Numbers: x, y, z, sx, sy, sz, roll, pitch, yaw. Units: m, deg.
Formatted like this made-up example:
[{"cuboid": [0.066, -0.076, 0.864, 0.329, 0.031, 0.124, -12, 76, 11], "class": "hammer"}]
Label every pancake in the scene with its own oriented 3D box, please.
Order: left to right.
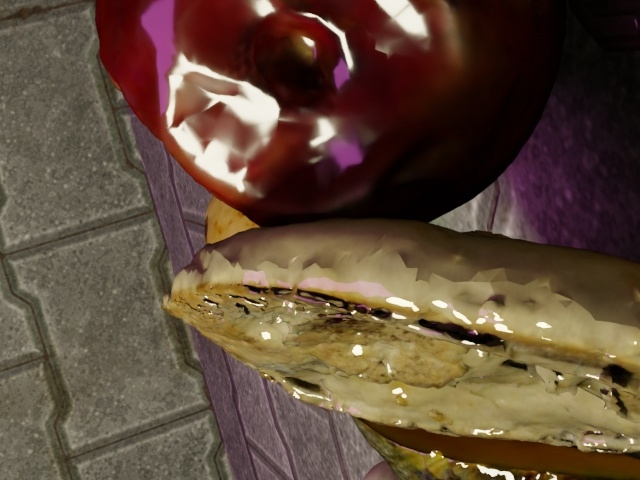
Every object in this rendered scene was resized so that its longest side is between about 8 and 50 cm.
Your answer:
[{"cuboid": [0.105, 0.065, 0.553, 0.387, 0.387, 0.082, 142, 144, -72], "class": "pancake"}]

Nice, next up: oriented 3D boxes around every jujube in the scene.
[{"cuboid": [0.010, -0.153, 0.633, 0.377, 0.277, 0.276, -71, -25, -61], "class": "jujube"}]

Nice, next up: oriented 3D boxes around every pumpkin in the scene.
[{"cuboid": [0.121, 0.186, 0.857, 0.312, 0.169, 0.148, -140, 39, -60], "class": "pumpkin"}]

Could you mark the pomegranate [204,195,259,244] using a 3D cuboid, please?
[{"cuboid": [0.000, 0.000, 1.005, 0.215, 0.215, 0.215, 162, 90, -73], "class": "pomegranate"}]

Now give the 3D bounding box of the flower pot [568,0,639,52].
[{"cuboid": [0.189, -0.155, 0.464, 0.251, 0.084, 0.178, -157, 52, -68], "class": "flower pot"}]

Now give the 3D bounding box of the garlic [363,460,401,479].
[{"cuboid": [0.128, 0.328, 0.997, 0.281, 0.185, 0.203, 55, -165, -8], "class": "garlic"}]
